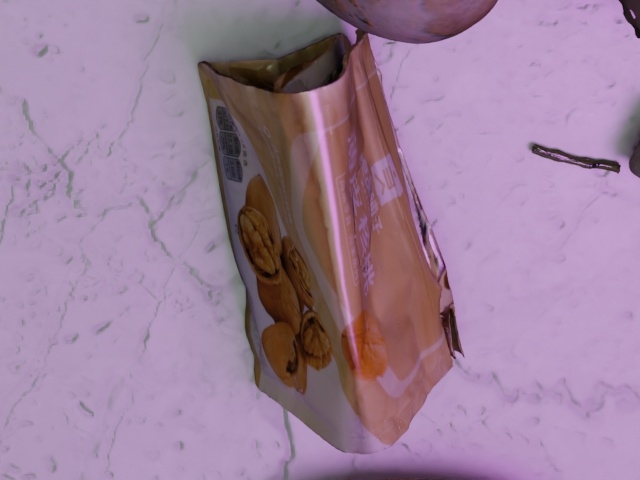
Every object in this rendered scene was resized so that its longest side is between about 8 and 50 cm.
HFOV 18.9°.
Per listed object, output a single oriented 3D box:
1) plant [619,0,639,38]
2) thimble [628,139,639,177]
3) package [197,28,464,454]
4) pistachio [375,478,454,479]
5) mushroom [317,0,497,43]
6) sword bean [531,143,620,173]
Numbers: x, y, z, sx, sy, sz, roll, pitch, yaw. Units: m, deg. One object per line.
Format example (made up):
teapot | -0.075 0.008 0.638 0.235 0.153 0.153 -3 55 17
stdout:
plant | 0.289 -0.317 1.513 0.215 0.213 0.312 39 105 -17
thimble | 0.324 -0.066 1.649 0.110 0.084 0.062 22 103 -7
package | 0.028 -0.011 1.609 0.165 0.221 0.311 -18 108 -20
pistachio | 0.104 0.306 1.702 0.299 0.187 0.188 9 105 0
mushroom | 0.071 -0.285 1.509 0.243 0.243 0.244 -1 106 -3
sword bean | 0.223 -0.071 1.681 0.083 0.012 0.012 12 105 -8
